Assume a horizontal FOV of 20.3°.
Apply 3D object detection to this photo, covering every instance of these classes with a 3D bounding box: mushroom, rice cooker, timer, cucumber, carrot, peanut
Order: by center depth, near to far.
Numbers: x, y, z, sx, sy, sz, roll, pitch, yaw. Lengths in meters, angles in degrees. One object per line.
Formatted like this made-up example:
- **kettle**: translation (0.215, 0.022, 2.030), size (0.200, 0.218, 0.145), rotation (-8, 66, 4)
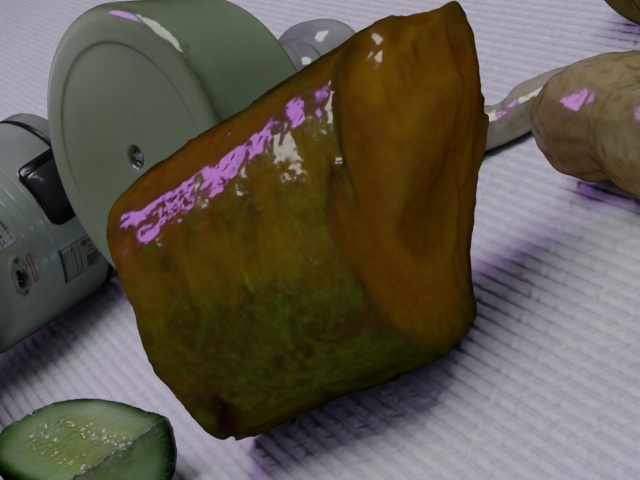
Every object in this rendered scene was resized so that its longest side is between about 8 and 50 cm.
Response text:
- **carrot**: translation (0.000, 0.000, 1.350), size (0.341, 0.241, 0.241), rotation (-29, 20, 23)
- **peanut**: translation (0.248, -0.088, 1.365), size (0.117, 0.101, 0.263), rotation (-55, 22, 0)
- **cucumber**: translation (-0.204, 0.184, 1.494), size (0.115, 0.063, 0.244), rotation (-34, 18, -20)
- **mushroom**: translation (0.189, -0.126, 1.625), size (0.202, 0.054, 0.059), rotation (-21, 27, 18)
- **timer**: translation (-0.062, -0.123, 1.762), size (0.315, 0.290, 0.291), rotation (-22, 9, -37)
- **rice cooker**: translation (-0.331, -0.013, 1.889), size (0.244, 0.226, 0.226), rotation (-33, 16, -35)

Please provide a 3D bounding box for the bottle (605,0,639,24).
- **bottle**: translation (0.318, -0.268, 1.572), size (0.171, 0.171, 0.351), rotation (-34, 20, 0)
